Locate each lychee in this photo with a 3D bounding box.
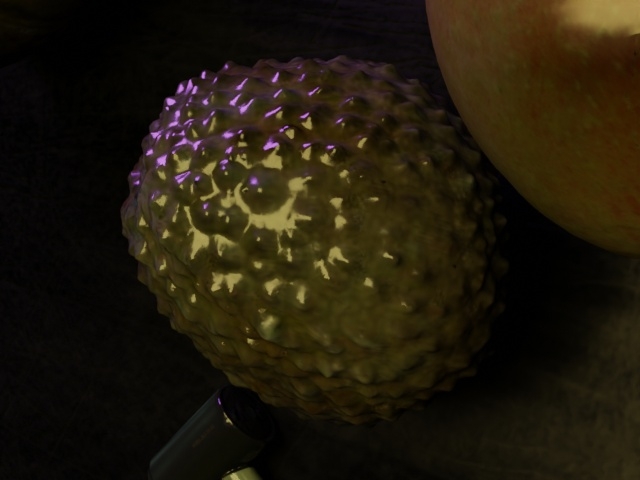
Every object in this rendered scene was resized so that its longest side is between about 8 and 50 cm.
[{"bbox_3d":[0.000,0.000,0.972,0.255,0.274,0.255,-17,69,53],"label":"lychee"}]

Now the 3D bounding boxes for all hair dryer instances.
[{"bbox_3d":[-0.045,0.213,1.105,0.100,0.057,0.198,-48,68,22],"label":"hair dryer"}]

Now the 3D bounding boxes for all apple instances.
[{"bbox_3d":[0.209,-0.146,0.830,0.319,0.277,0.319,-6,80,35],"label":"apple"}]

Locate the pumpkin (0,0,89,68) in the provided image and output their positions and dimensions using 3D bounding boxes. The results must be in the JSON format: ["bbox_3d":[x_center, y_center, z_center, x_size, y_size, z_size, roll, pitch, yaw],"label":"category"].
[{"bbox_3d":[-0.295,-0.299,1.198,0.225,0.256,0.303,-36,91,21],"label":"pumpkin"}]
